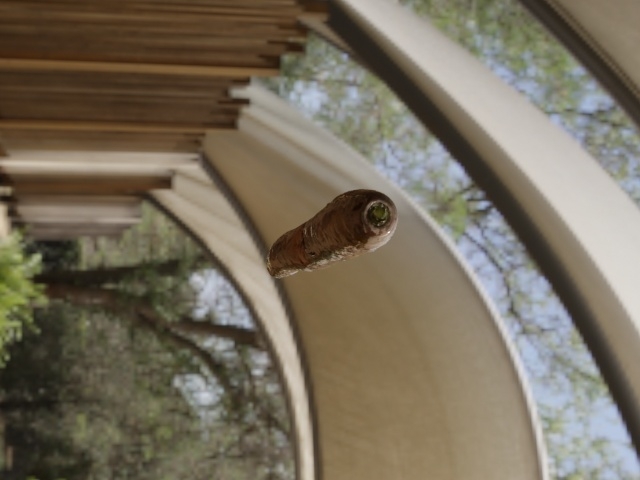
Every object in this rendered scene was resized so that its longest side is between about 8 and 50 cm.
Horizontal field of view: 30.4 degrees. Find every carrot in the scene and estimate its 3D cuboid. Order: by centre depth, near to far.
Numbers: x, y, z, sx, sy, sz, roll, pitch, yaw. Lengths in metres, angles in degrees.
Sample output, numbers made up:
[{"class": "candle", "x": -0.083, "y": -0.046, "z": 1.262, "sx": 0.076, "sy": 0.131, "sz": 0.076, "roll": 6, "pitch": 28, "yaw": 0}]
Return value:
[{"class": "carrot", "x": 0.002, "y": 0.000, "z": 0.675, "sx": 0.165, "sy": 0.036, "sz": 0.035, "roll": 151, "pitch": -61, "yaw": -67}]
